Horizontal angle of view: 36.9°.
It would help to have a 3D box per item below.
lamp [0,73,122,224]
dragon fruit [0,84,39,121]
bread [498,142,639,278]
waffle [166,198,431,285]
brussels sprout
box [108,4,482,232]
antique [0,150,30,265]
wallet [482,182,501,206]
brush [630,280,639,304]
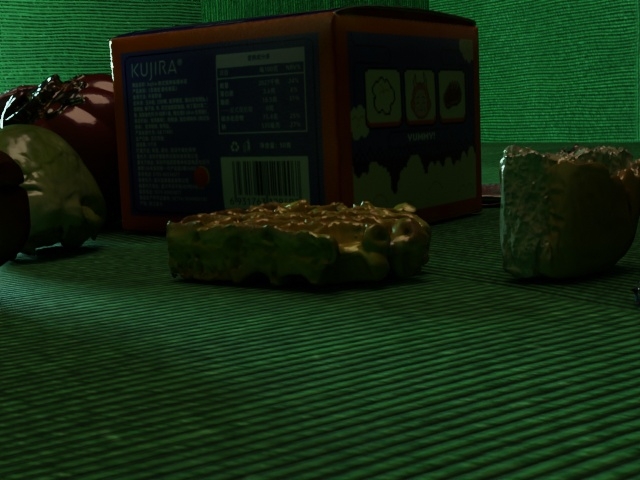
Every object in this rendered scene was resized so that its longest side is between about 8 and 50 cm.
[{"bbox_3d":[-0.320,-0.123,1.267,0.227,0.227,0.227,-3,8,0],"label":"lamp"},{"bbox_3d":[-0.434,-0.130,1.484,0.282,0.211,0.147,23,1,-29],"label":"dragon fruit"},{"bbox_3d":[0.201,-0.025,0.757,0.082,0.106,0.125,-4,1,44],"label":"bread"},{"bbox_3d":[0.000,0.000,0.815,0.211,0.055,0.160,2,10,35],"label":"waffle"},{"bbox_3d":[-0.318,-0.051,1.039,0.131,0.145,0.183,-28,-4,12],"label":"brussels sprout"},{"bbox_3d":[-0.025,-0.146,1.182,0.349,0.257,0.318,3,11,38],"label":"box"},{"bbox_3d":[-0.380,-0.013,0.775,0.278,0.129,0.223,-2,8,4],"label":"antique"},{"bbox_3d":[0.226,-0.066,1.380,0.103,0.020,0.196,-1,8,9],"label":"wallet"},{"bbox_3d":[0.264,0.027,0.688,0.051,0.014,0.164,3,8,29],"label":"brush"}]
